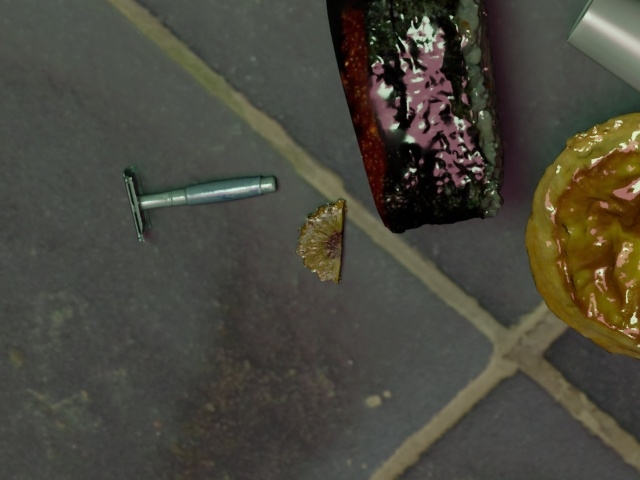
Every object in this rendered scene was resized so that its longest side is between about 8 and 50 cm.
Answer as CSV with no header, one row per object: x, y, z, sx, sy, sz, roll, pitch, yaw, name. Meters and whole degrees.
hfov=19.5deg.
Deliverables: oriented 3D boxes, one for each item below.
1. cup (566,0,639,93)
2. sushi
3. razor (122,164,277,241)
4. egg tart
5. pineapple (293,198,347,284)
0.276,-0.175,1.548,0.116,0.074,0.104,32,90,1,cup
0.090,-0.124,1.560,0.126,0.136,0.225,-12,103,11,sushi
-0.106,-0.042,1.681,0.135,0.040,0.068,-8,111,8,razor
0.295,-0.009,1.588,0.241,0.106,0.241,5,115,10,egg tart
0.000,0.000,1.687,0.045,0.019,0.083,8,116,3,pineapple
